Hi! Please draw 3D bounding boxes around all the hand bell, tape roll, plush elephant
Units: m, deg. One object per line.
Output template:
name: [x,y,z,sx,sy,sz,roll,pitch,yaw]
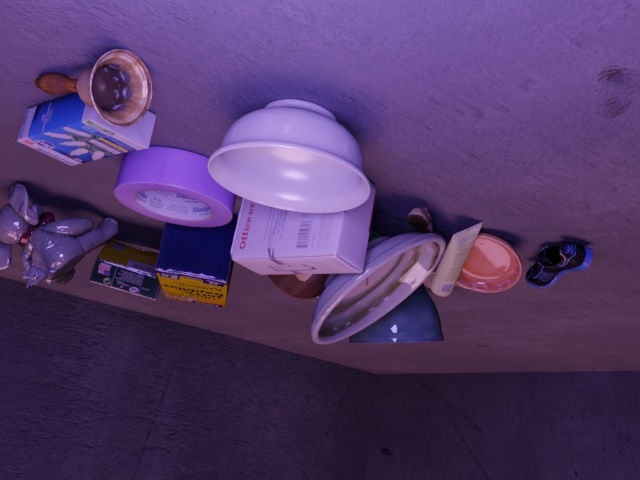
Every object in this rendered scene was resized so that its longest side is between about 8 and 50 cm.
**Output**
hand bell: [-0.422,-0.268,1.201,0.242,0.126,0.126,11,166,34]
tape roll: [-0.332,-0.119,1.605,0.275,0.090,0.275,7,163,2]
plush elephant: [-0.798,-0.014,1.944,0.272,0.255,0.330,-42,180,18]

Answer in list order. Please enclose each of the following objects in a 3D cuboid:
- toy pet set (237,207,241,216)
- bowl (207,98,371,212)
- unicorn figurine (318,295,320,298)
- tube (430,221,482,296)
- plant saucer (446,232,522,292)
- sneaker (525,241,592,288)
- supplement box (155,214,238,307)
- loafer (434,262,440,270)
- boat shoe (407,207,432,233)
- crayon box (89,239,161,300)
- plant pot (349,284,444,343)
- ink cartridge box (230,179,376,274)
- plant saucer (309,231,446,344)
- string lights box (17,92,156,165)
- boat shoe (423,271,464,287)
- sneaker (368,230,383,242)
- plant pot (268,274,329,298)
toy pet set: [-0.183,-0.041,1.734,0.065,0.122,0.114,11,144,-20]
bowl: [-0.048,-0.164,1.253,0.298,0.134,0.298,8,163,2]
unicorn figurine: [0.028,0.166,2.353,0.162,0.060,0.111,-16,161,41]
tube: [0.330,0.046,1.702,0.062,0.070,0.240,17,141,5]
plant saucer: [0.409,0.051,1.744,0.200,0.037,0.200,15,136,14]
sneaker: [0.575,0.056,1.737,0.090,0.081,0.232,17,154,-14]
supplement box: [-0.346,0.054,1.972,0.194,0.195,0.356,11,163,-5]
loafer: [0.380,0.077,1.852,0.220,0.078,0.080,-3,176,32]
boat shoe: [0.232,-0.054,1.602,0.050,0.045,0.135,3,165,18]
crayon box: [-0.590,0.085,2.152,0.202,0.081,0.318,18,-172,-12]
plant pot: [0.233,0.219,2.148,0.293,0.196,0.293,-1,172,0]
ink cartridge box: [-0.038,-0.038,1.517,0.283,0.207,0.117,-3,157,34]
plant saucer: [0.121,0.095,1.677,0.400,0.100,0.400,-31,157,-15]
string lights box: [-0.465,-0.223,1.364,0.260,0.076,0.133,-5,159,38]
boat shoe: [0.401,0.096,2.000,0.206,0.075,0.065,-5,-159,24]
sneaker: [0.162,0.043,1.832,0.295,0.109,0.123,5,163,9]
plant pot: [0.000,0.000,1.676,0.215,0.215,0.230,18,145,-27]
